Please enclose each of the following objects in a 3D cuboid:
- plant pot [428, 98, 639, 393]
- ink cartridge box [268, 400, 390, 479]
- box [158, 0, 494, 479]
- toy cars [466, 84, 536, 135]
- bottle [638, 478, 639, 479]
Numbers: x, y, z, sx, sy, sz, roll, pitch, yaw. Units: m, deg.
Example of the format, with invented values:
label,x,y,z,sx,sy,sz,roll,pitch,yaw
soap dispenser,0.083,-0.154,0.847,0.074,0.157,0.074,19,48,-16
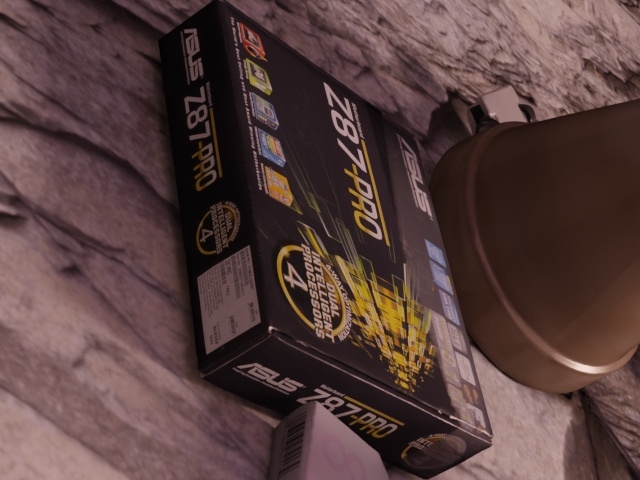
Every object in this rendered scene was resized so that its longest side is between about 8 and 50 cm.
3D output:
label,x,y,z,sx,sy,sz,roll,pitch,yaw
plant pot,0.326,-0.022,1.767,0.323,0.280,0.323,23,54,-35
ink cartridge box,0.047,0.272,1.324,0.232,0.066,0.189,38,32,-23
box,0.000,0.000,1.489,0.318,0.097,0.395,33,35,-42
toy cars,0.314,-0.044,2.048,0.394,0.087,0.176,35,46,-28
bottle,0.246,0.279,1.385,0.092,0.283,0.118,23,44,-49
